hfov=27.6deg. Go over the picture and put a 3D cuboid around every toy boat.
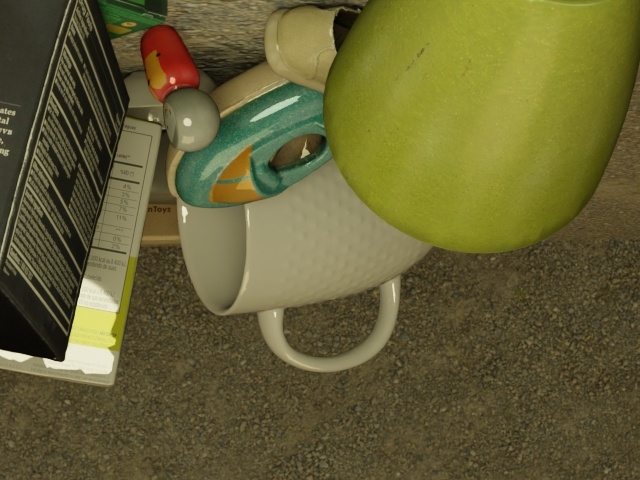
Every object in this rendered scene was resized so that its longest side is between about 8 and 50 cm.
[{"bbox_3d":[-0.094,-0.127,1.498,0.267,0.148,0.318,-32,152,18],"label":"toy boat"},{"bbox_3d":[-0.299,-0.080,2.189,0.231,0.151,0.151,0,-158,-12],"label":"toy boat"}]

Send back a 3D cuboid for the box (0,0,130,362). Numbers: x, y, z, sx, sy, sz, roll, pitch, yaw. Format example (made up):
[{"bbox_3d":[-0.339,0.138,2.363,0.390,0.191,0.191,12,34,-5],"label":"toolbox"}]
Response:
[{"bbox_3d":[-0.309,-0.074,1.195,0.182,0.294,0.296,11,162,3],"label":"box"}]

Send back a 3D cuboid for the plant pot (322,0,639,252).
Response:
[{"bbox_3d":[0.157,-0.170,1.088,0.274,0.275,0.293,-1,158,-9],"label":"plant pot"}]

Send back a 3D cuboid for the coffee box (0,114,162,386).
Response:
[{"bbox_3d":[-0.404,-0.001,1.690,0.338,0.334,0.337,10,173,-9],"label":"coffee box"}]

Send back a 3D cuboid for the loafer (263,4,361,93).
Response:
[{"bbox_3d":[0.060,-0.190,1.406,0.268,0.102,0.092,6,176,-44],"label":"loafer"}]

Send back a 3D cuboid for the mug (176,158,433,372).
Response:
[{"bbox_3d":[0.000,0.000,1.849,0.328,0.374,0.276,-6,180,-25],"label":"mug"}]

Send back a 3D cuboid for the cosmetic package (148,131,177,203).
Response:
[{"bbox_3d":[-0.268,-0.109,1.998,0.237,0.107,0.127,-3,173,-16],"label":"cosmetic package"}]

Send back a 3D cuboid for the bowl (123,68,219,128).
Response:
[{"bbox_3d":[-0.186,-0.178,1.639,0.142,0.053,0.142,-3,173,6],"label":"bowl"}]

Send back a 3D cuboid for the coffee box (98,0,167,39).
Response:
[{"bbox_3d":[-0.253,-0.226,1.286,0.184,0.040,0.113,-8,168,41],"label":"coffee box"}]
